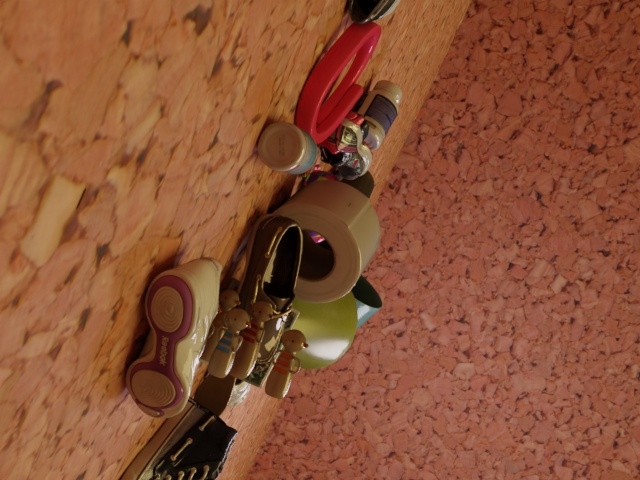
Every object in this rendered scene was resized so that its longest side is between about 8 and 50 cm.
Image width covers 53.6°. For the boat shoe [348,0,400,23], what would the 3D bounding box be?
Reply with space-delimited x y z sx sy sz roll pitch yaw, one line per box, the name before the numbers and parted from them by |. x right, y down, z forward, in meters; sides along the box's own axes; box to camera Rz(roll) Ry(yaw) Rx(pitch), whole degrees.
boat shoe | 0.138 -0.539 1.165 0.306 0.113 0.105 -51 176 42

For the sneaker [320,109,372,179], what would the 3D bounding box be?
sneaker | 0.049 -0.223 1.566 0.112 0.121 0.299 -55 163 -10

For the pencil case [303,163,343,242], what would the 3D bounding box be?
pencil case | -0.006 -0.089 1.658 0.104 0.105 0.236 -59 170 -32

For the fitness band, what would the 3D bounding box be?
fitness band | 0.038 -0.333 1.323 0.290 0.054 0.209 -56 167 -22

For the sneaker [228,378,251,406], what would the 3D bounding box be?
sneaker | -0.200 0.334 1.766 0.121 0.099 0.262 93 23 -59

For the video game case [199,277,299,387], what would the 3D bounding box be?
video game case | -0.161 0.203 1.382 0.190 0.173 0.022 -63 -160 -7

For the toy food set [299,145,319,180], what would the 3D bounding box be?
toy food set | -0.027 -0.184 1.509 0.083 0.020 0.082 -62 171 -12

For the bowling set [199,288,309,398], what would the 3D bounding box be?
bowling set | -0.176 0.166 1.164 0.200 0.287 0.154 29 79 -48

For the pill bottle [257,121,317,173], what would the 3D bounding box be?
pill bottle | -0.054 -0.167 1.173 0.087 0.087 0.160 -65 171 7

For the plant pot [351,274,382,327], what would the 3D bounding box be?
plant pot | 0.031 0.218 2.220 0.235 0.293 0.293 -51 175 16

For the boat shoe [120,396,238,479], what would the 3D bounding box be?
boat shoe | -0.310 0.501 1.362 0.340 0.158 0.127 -56 168 -44

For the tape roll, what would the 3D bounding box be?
tape roll | 0.000 0.000 1.463 0.169 0.246 0.246 -49 163 -58

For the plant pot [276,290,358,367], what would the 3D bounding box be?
plant pot | -0.085 0.188 1.582 0.274 0.275 0.293 -64 155 3

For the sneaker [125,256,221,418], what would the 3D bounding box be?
sneaker | -0.223 0.163 1.035 0.152 0.114 0.305 -45 160 -61

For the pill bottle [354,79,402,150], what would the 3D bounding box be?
pill bottle | 0.155 -0.356 1.782 0.186 0.112 0.112 -60 171 -21

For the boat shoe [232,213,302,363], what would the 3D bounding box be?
boat shoe | -0.105 0.108 1.324 0.117 0.097 0.324 9 92 -39

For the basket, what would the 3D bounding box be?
basket | 0.066 -0.115 1.862 0.204 0.154 0.226 98 15 -45

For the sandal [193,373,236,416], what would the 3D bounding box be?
sandal | -0.237 0.341 1.568 0.079 0.088 0.239 28 83 -76
